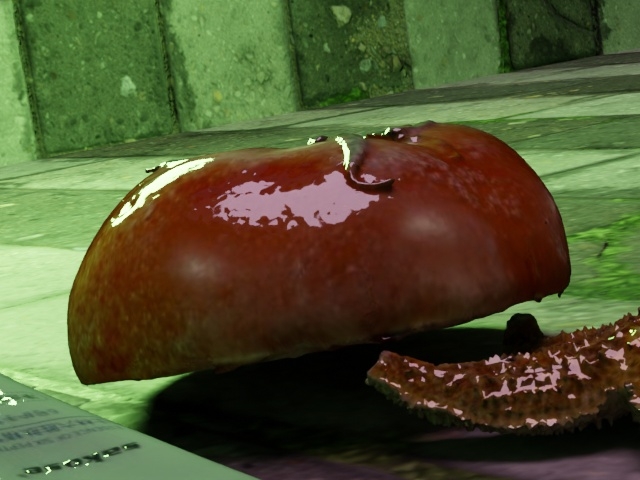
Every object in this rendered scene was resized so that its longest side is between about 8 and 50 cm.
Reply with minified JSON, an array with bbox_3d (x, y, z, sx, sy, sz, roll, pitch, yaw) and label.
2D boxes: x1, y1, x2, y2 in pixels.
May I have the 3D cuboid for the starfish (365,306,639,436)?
[{"bbox_3d":[0.136,0.046,0.563,0.227,0.043,0.240,-11,11,-12],"label":"starfish"}]

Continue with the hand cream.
[{"bbox_3d":[-0.078,0.079,0.493,0.109,0.067,0.320,-2,6,-41],"label":"hand cream"}]

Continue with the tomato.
[{"bbox_3d":[0.000,0.000,0.694,0.236,0.095,0.237,-10,-2,0],"label":"tomato"}]
